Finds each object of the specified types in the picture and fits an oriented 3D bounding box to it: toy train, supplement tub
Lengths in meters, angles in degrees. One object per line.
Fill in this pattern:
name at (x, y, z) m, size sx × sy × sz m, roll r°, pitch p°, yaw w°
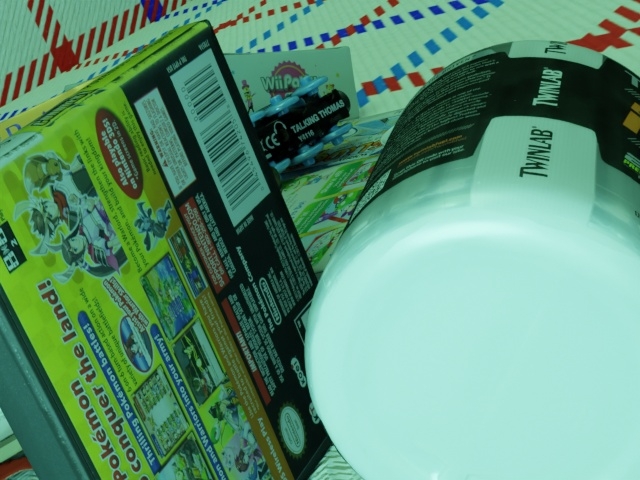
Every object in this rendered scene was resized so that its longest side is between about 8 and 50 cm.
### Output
toy train at (-0.048, -0.102, 1.242) m, size 0.184 × 0.080 × 0.105 m, roll -34°, pitch 9°, yaw -40°
supplement tub at (0.115, 0.002, 0.697) m, size 0.194 × 0.193 × 0.316 m, roll -17°, pitch 20°, yaw 20°

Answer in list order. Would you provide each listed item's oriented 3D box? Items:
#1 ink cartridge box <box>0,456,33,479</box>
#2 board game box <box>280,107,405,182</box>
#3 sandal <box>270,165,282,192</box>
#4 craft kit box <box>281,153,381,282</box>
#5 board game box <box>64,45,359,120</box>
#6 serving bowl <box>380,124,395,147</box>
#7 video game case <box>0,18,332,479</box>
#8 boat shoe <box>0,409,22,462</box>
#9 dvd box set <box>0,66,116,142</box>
ink cartridge box at (-0.260, 0.209, 0.759) m, size 0.308 × 0.091 × 0.385 m, roll -19°, pitch 20°, yaw 15°
board game box at (0.023, -0.090, 1.320) m, size 0.201 × 0.035 × 0.136 m, roll -9°, pitch 23°, yaw 39°
sandal at (-0.085, 0.000, 0.966) m, size 0.120 × 0.086 × 0.303 m, roll -15°, pitch -1°, yaw -5°
craft kit box at (0.000, 0.000, 1.072) m, size 0.247 × 0.061 × 0.250 m, roll -10°, pitch 22°, yaw 29°
board game box at (-0.139, -0.172, 1.539) m, size 0.224 × 0.097 × 0.303 m, roll -11°, pitch 5°, yaw -43°
serving bowl at (0.096, -0.091, 1.075) m, size 0.083 × 0.027 × 0.083 m, roll -22°, pitch 19°, yaw 8°
video game case at (-0.082, 0.045, 0.690) m, size 0.035 × 0.274 × 0.248 m, roll -9°, pitch 23°, yaw 32°
boat shoe at (-0.252, 0.114, 0.948) m, size 0.302 × 0.103 × 0.113 m, roll -24°, pitch 6°, yaw -12°
dvd box set at (-0.367, -0.020, 1.340) m, size 0.420 × 0.062 × 0.307 m, roll -27°, pitch -15°, yaw -7°
